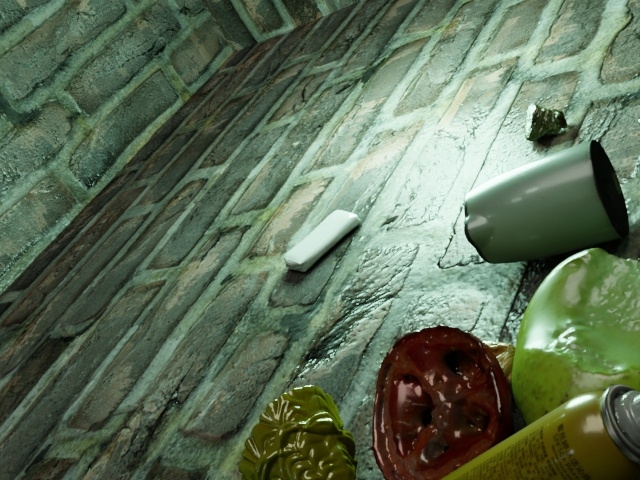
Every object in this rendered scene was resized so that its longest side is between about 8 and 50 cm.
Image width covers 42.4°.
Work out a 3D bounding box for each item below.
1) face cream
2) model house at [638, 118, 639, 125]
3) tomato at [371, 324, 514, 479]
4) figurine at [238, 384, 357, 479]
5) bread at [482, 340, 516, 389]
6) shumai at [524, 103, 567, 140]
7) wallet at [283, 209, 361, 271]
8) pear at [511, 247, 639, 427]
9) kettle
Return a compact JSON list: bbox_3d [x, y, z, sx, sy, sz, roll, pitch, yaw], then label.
[{"bbox_3d":[0.236,0.251,0.880,0.349,0.105,0.105,-48,12,41],"label":"face cream"},{"bbox_3d":[0.524,-0.078,1.123,0.169,0.244,0.326,-15,33,30],"label":"model house"},{"bbox_3d":[0.173,0.233,1.109,0.228,0.101,0.228,-28,51,41],"label":"tomato"},{"bbox_3d":[0.032,0.353,1.078,0.187,0.168,0.315,-52,37,-2],"label":"figurine"},{"bbox_3d":[0.235,0.184,1.173,0.110,0.044,0.083,-7,48,51],"label":"bread"},{"bbox_3d":[0.464,-0.240,1.690,0.080,0.082,0.083,8,49,0],"label":"shumai"},{"bbox_3d":[0.000,0.000,1.824,0.190,0.033,0.095,-41,25,-16],"label":"wallet"},{"bbox_3d":[0.335,0.159,1.015,0.282,0.176,0.286,-49,28,-24],"label":"pear"},{"bbox_3d":[0.374,-0.055,1.377,0.236,0.161,0.221,-20,1,31],"label":"kettle"}]
